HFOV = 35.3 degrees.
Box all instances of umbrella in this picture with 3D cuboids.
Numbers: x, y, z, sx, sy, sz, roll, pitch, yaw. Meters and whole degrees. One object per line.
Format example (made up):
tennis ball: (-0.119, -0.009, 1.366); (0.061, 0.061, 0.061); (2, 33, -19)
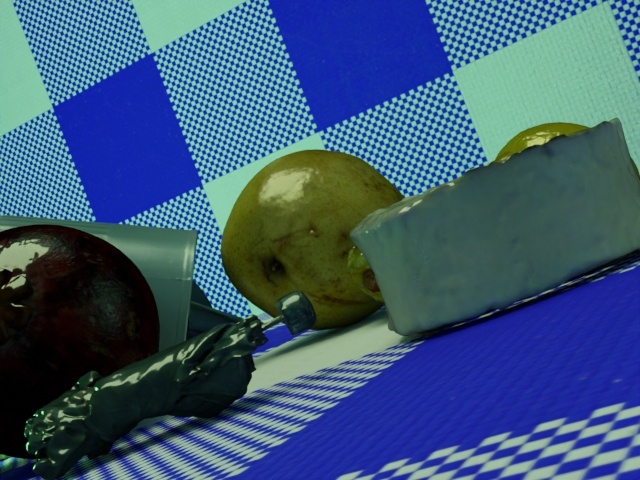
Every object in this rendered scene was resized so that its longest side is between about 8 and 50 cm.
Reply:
umbrella: (-0.159, 0.159, 1.100); (0.348, 0.094, 0.143); (-27, 18, -1)

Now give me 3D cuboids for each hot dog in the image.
hot dog: (0.137, 0.052, 1.477); (0.261, 0.093, 0.123); (-2, -21, -37)

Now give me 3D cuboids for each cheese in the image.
cheese: (0.204, -0.010, 1.151); (0.332, 0.153, 0.292); (-20, -1, -4)

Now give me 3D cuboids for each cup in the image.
cup: (-0.362, 0.091, 1.599); (0.311, 0.257, 0.331); (6, 3, -7)

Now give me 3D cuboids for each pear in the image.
pear: (0.000, 0.000, 1.632); (0.314, 0.314, 0.314); (-21, -1, 0)

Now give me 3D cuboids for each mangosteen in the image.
mangosteen: (-0.355, 0.140, 1.331); (0.306, 0.306, 0.359); (-21, -21, -2)

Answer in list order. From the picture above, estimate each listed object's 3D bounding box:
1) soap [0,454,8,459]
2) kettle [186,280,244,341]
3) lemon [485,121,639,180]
soap: (-0.614, 0.318, 1.649); (0.232, 0.140, 0.073); (-22, -4, 15)
kettle: (-0.292, 0.163, 1.962); (0.319, 0.247, 0.342); (3, -14, 25)
lemon: (0.333, -0.072, 1.382); (0.244, 0.187, 0.187); (11, -8, -12)
